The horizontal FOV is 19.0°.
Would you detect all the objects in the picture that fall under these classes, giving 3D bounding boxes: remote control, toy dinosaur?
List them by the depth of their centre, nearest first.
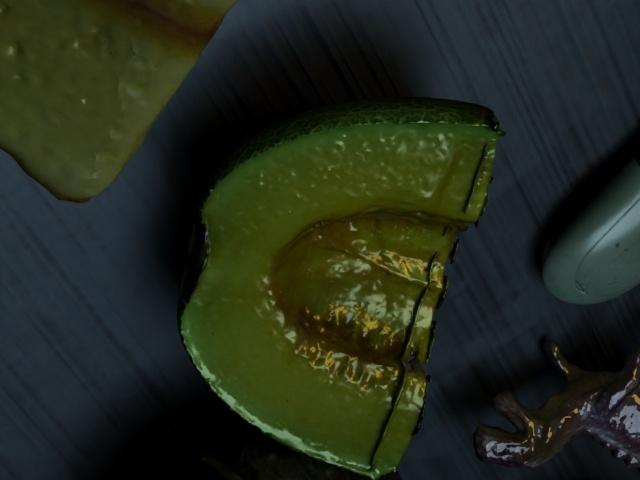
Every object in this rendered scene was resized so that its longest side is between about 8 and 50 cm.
[{"bbox_3d":[0.258,-0.047,1.336,0.256,0.045,0.097,-45,131,4],"label":"remote control"},{"bbox_3d":[0.241,0.156,1.408,0.251,0.072,0.200,40,75,-23],"label":"toy dinosaur"}]

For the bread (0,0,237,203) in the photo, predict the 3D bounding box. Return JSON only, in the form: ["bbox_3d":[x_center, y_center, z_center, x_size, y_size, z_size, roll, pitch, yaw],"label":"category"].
[{"bbox_3d":[-0.184,-0.228,0.950,0.361,0.245,0.233,31,125,-9],"label":"bread"}]

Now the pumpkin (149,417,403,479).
[{"bbox_3d":[-0.048,0.221,1.289,0.238,0.159,0.238,-35,142,-33],"label":"pumpkin"}]

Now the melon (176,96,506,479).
[{"bbox_3d":[0.000,0.000,1.197,0.169,0.129,0.265,11,121,-8],"label":"melon"}]
